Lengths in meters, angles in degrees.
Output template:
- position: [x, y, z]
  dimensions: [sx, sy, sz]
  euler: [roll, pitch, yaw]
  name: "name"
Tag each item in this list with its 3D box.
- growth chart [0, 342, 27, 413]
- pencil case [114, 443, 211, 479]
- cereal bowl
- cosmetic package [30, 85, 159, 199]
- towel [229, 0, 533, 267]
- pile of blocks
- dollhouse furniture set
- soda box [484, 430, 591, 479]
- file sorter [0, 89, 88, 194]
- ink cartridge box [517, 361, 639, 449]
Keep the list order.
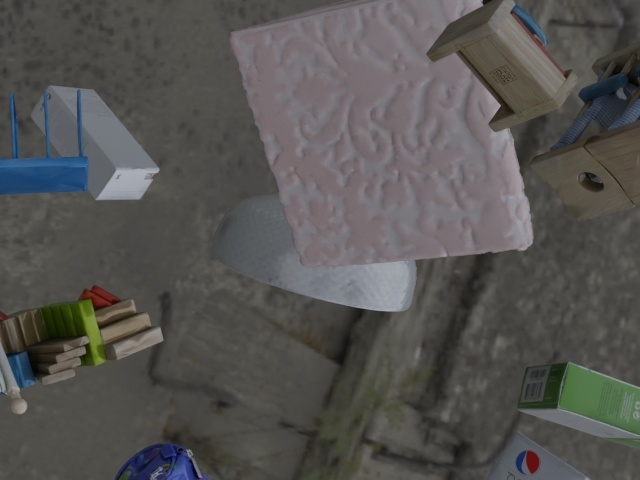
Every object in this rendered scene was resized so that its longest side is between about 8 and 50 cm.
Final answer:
- position: [-0.395, 0.080, 1.070]
  dimensions: [0.237, 0.172, 0.021]
  euler: [16, 122, -42]
  name: "growth chart"
- position: [-0.178, 0.430, 1.767]
  dimensions: [0.133, 0.119, 0.306]
  euler: [-40, 116, 3]
  name: "pencil case"
- position: [0.000, 0.000, 1.871]
  dimensions: [0.339, 0.339, 0.141]
  euler: [5, 102, -54]
  name: "cereal bowl"
- position: [-0.411, -0.177, 2.093]
  dimensions: [0.117, 0.231, 0.085]
  euler: [-3, 138, -54]
  name: "cosmetic package"
- position: [0.076, -0.130, 1.388]
  dimensions: [0.053, 0.317, 0.332]
  euler: [-48, 126, -56]
  name: "towel"
- position: [-0.384, 0.124, 1.434]
  dimensions: [0.362, 0.149, 0.112]
  euler: [-17, 96, -25]
  name: "pile of blocks"
- position: [0.206, -0.132, 0.854]
  dimensions: [0.184, 0.129, 0.129]
  euler: [45, 62, -16]
  name: "dollhouse furniture set"
- position: [0.209, 0.234, 0.996]
  dimensions: [0.069, 0.074, 0.216]
  euler: [-56, 146, -4]
  name: "soda box"
- position: [-0.373, -0.120, 1.408]
  dimensions: [0.170, 0.118, 0.104]
  euler: [-3, 77, -13]
  name: "file sorter"
- position: [0.369, 0.216, 1.465]
  dimensions: [0.209, 0.109, 0.062]
  euler: [20, 76, -14]
  name: "ink cartridge box"
